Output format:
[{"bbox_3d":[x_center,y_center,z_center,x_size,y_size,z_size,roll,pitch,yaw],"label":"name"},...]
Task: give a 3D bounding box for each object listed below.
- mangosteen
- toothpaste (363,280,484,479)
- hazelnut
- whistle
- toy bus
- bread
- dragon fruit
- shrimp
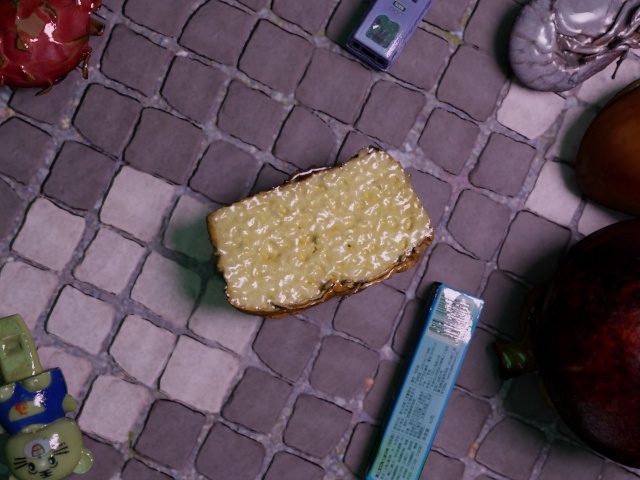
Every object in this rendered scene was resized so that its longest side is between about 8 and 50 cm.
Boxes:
[{"bbox_3d":[0.384,0.127,0.969,0.297,0.293,0.297,11,48,-13],"label":"mangosteen"},{"bbox_3d":[0.131,0.187,1.051,0.065,0.050,0.267,21,88,-4],"label":"toothpaste"},{"bbox_3d":[0.418,-0.109,1.019,0.208,0.208,0.208,0,89,-4],"label":"hazelnut"},{"bbox_3d":[-0.352,0.202,1.004,0.105,0.085,0.228,-16,90,-8],"label":"whistle"},{"bbox_3d":[0.105,-0.304,1.047,0.073,0.076,0.167,32,88,-2],"label":"toy bus"},{"bbox_3d":[-0.003,0.004,1.005,0.260,0.147,0.160,-26,81,-8],"label":"bread"},{"bbox_3d":[-0.342,-0.255,0.999,0.166,0.133,0.136,-42,134,-2],"label":"dragon fruit"},{"bbox_3d":[0.402,-0.293,1.047,0.342,0.116,0.145,-25,91,3],"label":"shrimp"}]
